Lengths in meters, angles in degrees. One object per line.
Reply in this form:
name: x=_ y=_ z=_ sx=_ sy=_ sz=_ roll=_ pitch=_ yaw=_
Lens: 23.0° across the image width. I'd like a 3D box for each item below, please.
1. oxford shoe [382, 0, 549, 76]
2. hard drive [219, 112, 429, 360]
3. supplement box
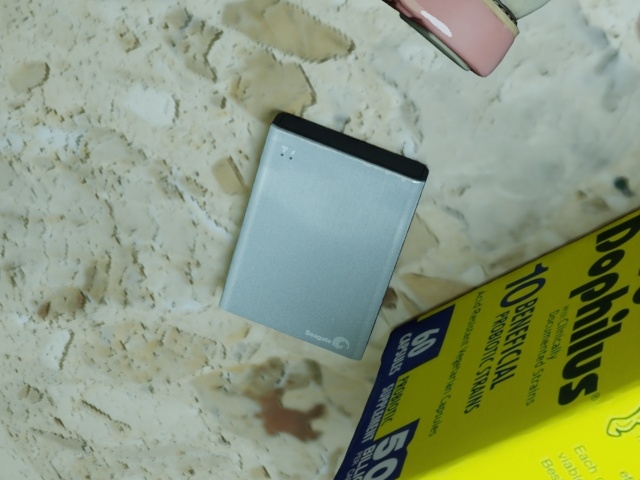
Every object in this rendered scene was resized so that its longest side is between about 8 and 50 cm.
oxford shoe: x=-0.005 y=-0.241 z=0.760 sx=0.348 sy=0.123 sz=0.130 roll=43 pitch=96 yaw=-9
hard drive: x=0.000 y=0.000 z=0.933 sx=0.094 sy=0.022 sz=0.135 roll=21 pitch=124 yaw=4
supplement box: x=0.206 y=0.101 z=0.826 sx=0.356 sy=0.194 sz=0.195 roll=-28 pitch=108 yaw=29
